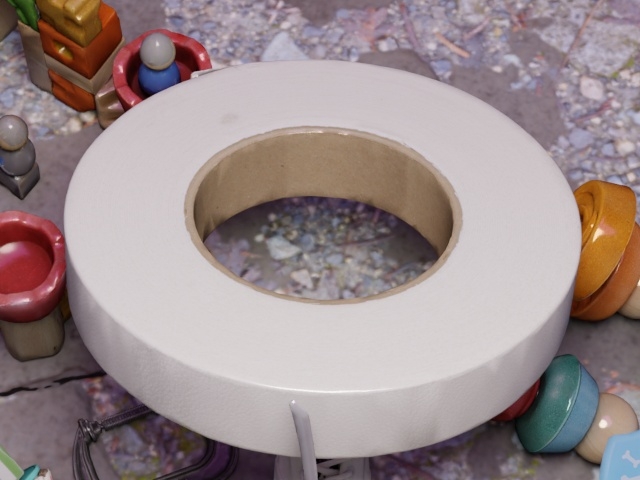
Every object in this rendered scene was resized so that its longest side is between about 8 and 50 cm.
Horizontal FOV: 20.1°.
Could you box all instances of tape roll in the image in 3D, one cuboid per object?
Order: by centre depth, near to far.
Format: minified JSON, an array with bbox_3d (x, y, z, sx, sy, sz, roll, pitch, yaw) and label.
[{"bbox_3d":[0.000,0.000,1.354,0.392,0.072,0.392,2,40,-1],"label":"tape roll"}]

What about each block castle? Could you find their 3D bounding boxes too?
[{"bbox_3d":[-0.339,-0.135,1.557,0.453,0.213,0.303,30,65,14],"label":"block castle"}]

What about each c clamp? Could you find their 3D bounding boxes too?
[{"bbox_3d":[-0.140,0.159,1.520,0.160,0.022,0.137,-25,71,-15],"label":"c clamp"}]

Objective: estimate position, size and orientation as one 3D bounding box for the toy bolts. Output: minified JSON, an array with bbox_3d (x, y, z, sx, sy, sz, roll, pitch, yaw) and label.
[{"bbox_3d":[0.229,0.072,1.488,0.158,0.218,0.229,26,78,-15],"label":"toy bolts"}]

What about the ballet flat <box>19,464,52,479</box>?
[{"bbox_3d":[-0.298,0.276,1.429,0.241,0.091,0.077,-37,100,-14],"label":"ballet flat"}]

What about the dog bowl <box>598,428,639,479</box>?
[{"bbox_3d":[0.316,0.150,1.450,0.074,0.166,0.297,-4,54,42],"label":"dog bowl"}]

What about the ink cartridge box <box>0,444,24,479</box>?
[{"bbox_3d":[-0.338,0.186,1.448,0.109,0.062,0.209,-49,32,-22],"label":"ink cartridge box"}]

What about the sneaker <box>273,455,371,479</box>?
[{"bbox_3d":[-0.001,0.198,1.460,0.094,0.091,0.258,-4,63,-4],"label":"sneaker"}]

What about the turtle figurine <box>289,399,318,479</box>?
[{"bbox_3d":[-0.047,0.294,1.243,0.266,0.274,0.198,42,45,-20],"label":"turtle figurine"}]
